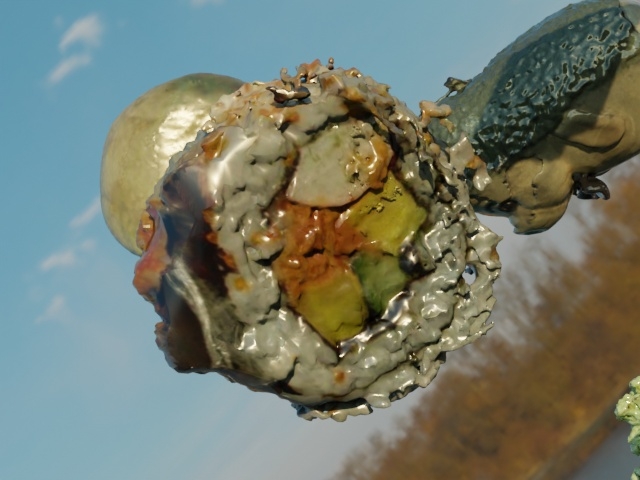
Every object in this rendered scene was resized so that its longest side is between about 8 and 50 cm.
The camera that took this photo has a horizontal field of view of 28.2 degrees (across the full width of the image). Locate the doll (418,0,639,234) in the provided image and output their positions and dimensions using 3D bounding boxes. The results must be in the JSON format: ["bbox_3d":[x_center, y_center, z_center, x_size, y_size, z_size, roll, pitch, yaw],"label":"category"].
[{"bbox_3d":[0.294,-0.151,1.610,0.349,0.247,0.247,-27,-13,4],"label":"doll"}]

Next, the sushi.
[{"bbox_3d":[0.004,0.000,1.413,0.417,0.417,0.176,-46,18,-2],"label":"sushi"}]

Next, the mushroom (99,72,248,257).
[{"bbox_3d":[-0.147,-0.090,1.697,0.217,0.292,0.212,-98,15,-54],"label":"mushroom"}]

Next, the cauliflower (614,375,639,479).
[{"bbox_3d":[0.400,0.184,1.226,0.272,0.275,0.250,-21,-40,20],"label":"cauliflower"}]
